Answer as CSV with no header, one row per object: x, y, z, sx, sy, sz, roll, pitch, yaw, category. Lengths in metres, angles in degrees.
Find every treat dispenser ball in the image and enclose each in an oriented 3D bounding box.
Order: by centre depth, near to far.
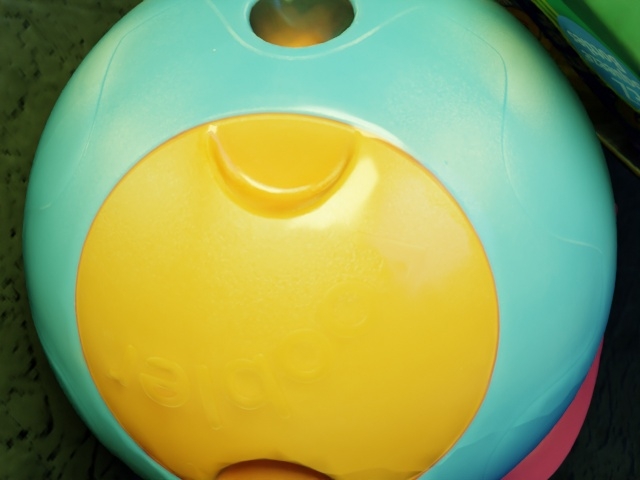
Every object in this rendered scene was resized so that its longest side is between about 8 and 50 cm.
0.000,0.000,0.756,0.288,0.288,0.288,3,85,-39,treat dispenser ball

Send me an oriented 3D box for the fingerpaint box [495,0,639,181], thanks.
0.193,-0.136,0.828,0.163,0.445,0.371,-43,120,7,fingerpaint box

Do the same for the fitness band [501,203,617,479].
0.097,0.024,0.991,0.209,0.054,0.291,18,75,-35,fitness band
